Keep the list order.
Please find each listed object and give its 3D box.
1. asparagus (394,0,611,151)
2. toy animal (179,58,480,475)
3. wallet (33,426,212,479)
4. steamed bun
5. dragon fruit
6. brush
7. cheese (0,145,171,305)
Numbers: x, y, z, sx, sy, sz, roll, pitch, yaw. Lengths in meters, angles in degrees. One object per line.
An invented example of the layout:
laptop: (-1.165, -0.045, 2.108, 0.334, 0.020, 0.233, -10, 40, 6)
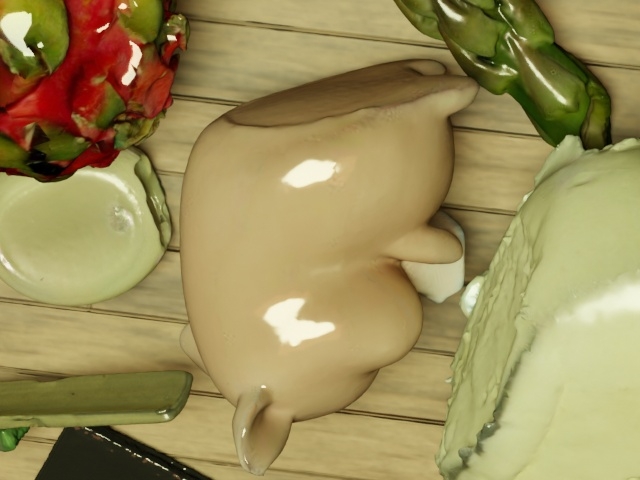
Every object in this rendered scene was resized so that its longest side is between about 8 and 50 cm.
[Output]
asparagus: (0.124, -0.156, 0.845, 0.287, 0.080, 0.080, 39, 105, -10)
toy animal: (0.001, 0.004, 0.853, 0.213, 0.195, 0.256, -7, 107, -16)
wallet: (-0.133, 0.252, 1.006, 0.244, 0.025, 0.124, 28, 106, -6)
steamed bun: (0.254, 0.084, 0.822, 0.312, 0.233, 0.334, 22, 132, -8)
dragon fruit: (-0.235, -0.167, 0.792, 0.303, 0.237, 0.231, 20, 82, 9)
brush: (-0.229, 0.141, 0.929, 0.282, 0.054, 0.048, -8, 120, 24)
cheese: (-0.233, -0.003, 0.921, 0.227, 0.064, 0.137, -17, 103, 10)
